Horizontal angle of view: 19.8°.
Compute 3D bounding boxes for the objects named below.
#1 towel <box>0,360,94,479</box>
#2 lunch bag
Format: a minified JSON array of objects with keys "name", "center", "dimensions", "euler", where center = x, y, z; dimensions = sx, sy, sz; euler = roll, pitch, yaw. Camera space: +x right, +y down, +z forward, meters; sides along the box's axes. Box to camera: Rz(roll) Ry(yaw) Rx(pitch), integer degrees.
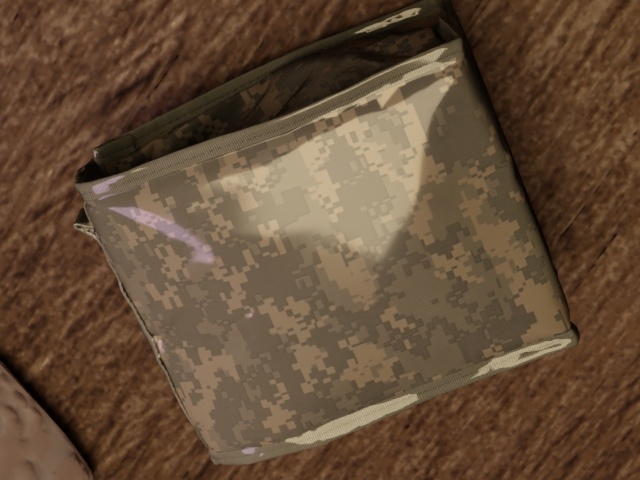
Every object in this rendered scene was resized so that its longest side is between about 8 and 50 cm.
[{"name":"towel","center":[-0.340,0.166,1.264],"dimensions":[0.053,0.332,0.317],"euler":[-28,107,42]},{"name":"lunch bag","center":[0.000,0.000,1.249],"dimensions":[0.287,0.169,0.235],"euler":[-22,110,7]}]
